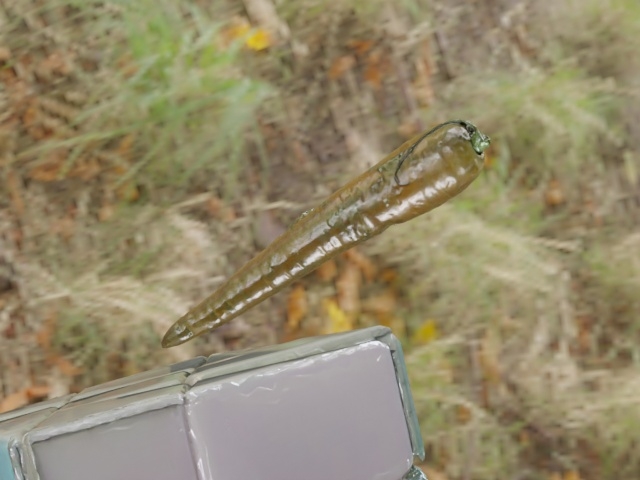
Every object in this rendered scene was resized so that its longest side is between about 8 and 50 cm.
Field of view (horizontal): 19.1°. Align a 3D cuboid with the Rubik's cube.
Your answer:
[{"bbox_3d":[-0.079,0.185,0.997,0.221,0.231,0.224,-14,90,-31],"label":"Rubik's cube"}]

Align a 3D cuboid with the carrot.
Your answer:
[{"bbox_3d":[0.000,0.000,1.220,0.254,0.049,0.049,-33,107,11],"label":"carrot"}]
